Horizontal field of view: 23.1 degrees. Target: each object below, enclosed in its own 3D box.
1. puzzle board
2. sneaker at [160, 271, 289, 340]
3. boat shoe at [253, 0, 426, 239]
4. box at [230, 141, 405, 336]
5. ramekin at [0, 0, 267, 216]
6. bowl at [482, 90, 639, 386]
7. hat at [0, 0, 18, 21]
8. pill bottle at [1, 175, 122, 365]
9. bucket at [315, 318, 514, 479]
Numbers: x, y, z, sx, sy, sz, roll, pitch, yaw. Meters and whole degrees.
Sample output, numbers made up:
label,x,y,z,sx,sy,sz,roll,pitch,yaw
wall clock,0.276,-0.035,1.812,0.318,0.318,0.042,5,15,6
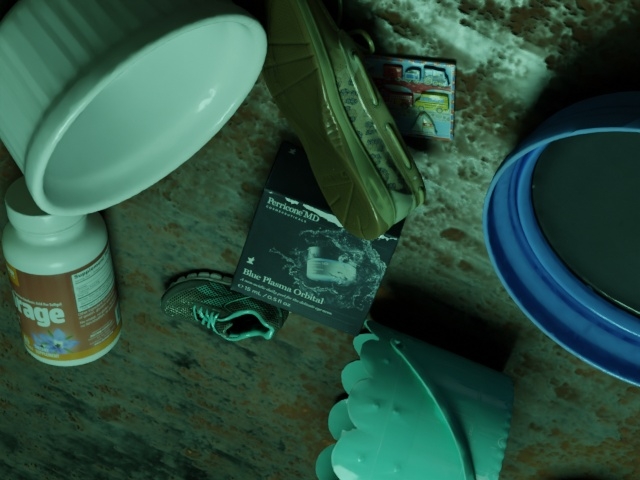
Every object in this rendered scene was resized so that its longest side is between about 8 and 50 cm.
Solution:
label,x,y,z,sx,sy,sz,roll,pitch,yaw
puzzle board,0.076,-0.149,1.624,0.128,0.011,0.096,7,129,11
sneaker,-0.113,0.082,1.823,0.166,0.076,0.065,-1,127,17
boat shoe,0.019,-0.143,1.588,0.104,0.089,0.285,6,122,55
box,0.000,0.000,1.714,0.156,0.093,0.158,20,130,0
ramekin,-0.200,-0.164,1.522,0.135,0.277,0.277,50,131,15
bowl,0.355,0.009,1.563,0.391,0.077,0.391,20,144,15
hat,-0.343,-0.260,1.489,0.331,0.134,0.331,-7,114,-16
pill bottle,-0.301,0.030,1.808,0.121,0.121,0.216,6,129,12
bucket,0.098,0.243,1.777,0.183,0.281,0.281,16,131,0
